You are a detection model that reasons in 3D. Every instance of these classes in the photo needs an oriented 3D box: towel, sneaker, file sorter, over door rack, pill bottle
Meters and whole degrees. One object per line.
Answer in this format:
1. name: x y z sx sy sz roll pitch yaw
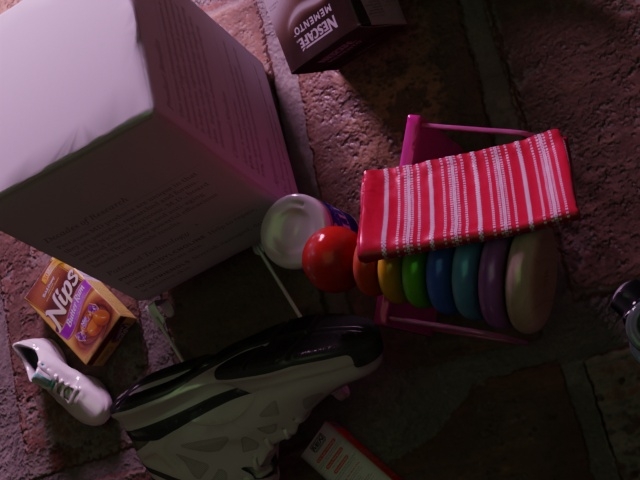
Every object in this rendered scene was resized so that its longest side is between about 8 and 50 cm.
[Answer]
1. towel: 0.179 -0.057 1.404 0.274 0.031 0.199 -12 33 15
2. sneaker: -0.070 0.274 1.621 0.447 0.169 0.258 -20 101 27
3. sneaker: -0.446 0.242 1.906 0.212 0.094 0.080 36 96 26
4. file sorter: 0.216 -0.005 1.572 0.182 0.202 0.291 7 84 25
5. over door rack: -0.131 0.165 1.761 0.239 0.108 0.324 -35 68 15
6. pill bottle: 0.000 0.000 1.681 0.112 0.186 0.112 -4 80 25

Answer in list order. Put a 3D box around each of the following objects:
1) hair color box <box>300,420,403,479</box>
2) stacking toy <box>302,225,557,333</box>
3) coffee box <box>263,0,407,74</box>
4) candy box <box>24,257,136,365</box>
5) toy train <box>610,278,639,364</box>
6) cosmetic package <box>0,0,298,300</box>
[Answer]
1. hair color box: 0.046 0.341 1.681 0.141 0.043 0.072 39 99 25
2. stacking toy: 0.125 0.035 1.429 0.330 0.141 0.141 4 83 25
3. coffee box: -0.007 -0.428 1.741 0.168 0.118 0.297 -28 80 42
4. candy box: -0.416 0.117 1.937 0.186 0.053 0.109 41 100 27
5. toy train: 0.539 0.139 1.437 0.190 0.142 0.334 -45 63 -1
6. cosmetic package: -0.285 -0.165 1.701 0.327 0.393 0.330 -26 58 20
